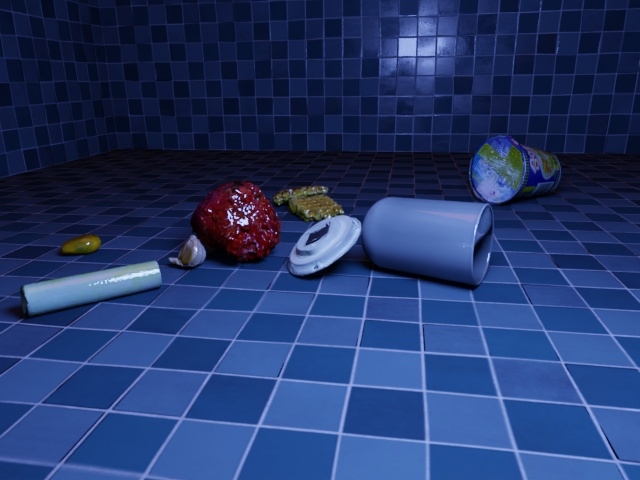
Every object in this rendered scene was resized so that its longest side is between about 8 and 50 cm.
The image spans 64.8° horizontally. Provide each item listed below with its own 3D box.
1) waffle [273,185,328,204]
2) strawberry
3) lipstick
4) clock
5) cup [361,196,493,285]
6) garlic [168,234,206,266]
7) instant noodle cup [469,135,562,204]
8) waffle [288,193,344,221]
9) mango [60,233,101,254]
[{"bbox_3d":[-0.081,-0.195,2.116,0.243,0.059,0.238,-10,6,-7],"label":"waffle"},{"bbox_3d":[-0.232,-0.065,1.459,0.273,0.221,0.274,20,20,-7],"label":"strawberry"},{"bbox_3d":[-0.537,0.110,1.195,0.304,0.076,0.076,-12,21,-30],"label":"lipstick"},{"bbox_3d":[0.000,0.000,1.370,0.236,0.053,0.236,-28,23,13],"label":"clock"},{"bbox_3d":[0.277,-0.010,1.317,0.312,0.206,0.205,9,20,30],"label":"cup"},{"bbox_3d":[-0.362,0.036,1.414,0.074,0.094,0.113,36,-14,-36],"label":"garlic"},{"bbox_3d":[0.831,-0.287,2.102,0.312,0.285,0.284,-2,16,-32],"label":"instant noodle cup"},{"bbox_3d":[-0.011,-0.116,1.897,0.160,0.055,0.211,-9,24,-23],"label":"waffle"},{"bbox_3d":[-0.729,0.015,1.533,0.114,0.057,0.079,-19,28,-24],"label":"mango"}]
